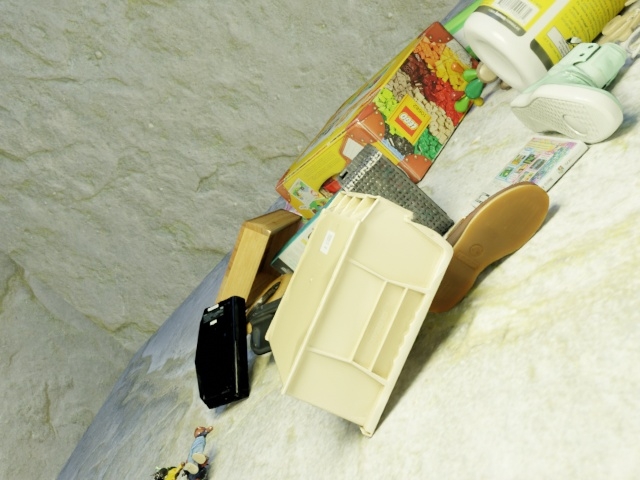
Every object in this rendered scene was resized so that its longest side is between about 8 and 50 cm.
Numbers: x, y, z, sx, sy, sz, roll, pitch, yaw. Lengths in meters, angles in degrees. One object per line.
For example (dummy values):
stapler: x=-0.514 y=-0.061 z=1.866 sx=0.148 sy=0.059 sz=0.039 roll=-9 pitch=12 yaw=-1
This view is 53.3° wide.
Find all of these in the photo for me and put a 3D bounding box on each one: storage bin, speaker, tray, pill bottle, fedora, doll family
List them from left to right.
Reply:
doll family: x=-0.242 y=0.412 z=1.129 sx=0.193 sy=0.076 sz=0.111 roll=-43 pitch=7 yaw=5
tray: x=-0.147 y=0.037 z=1.617 sx=0.411 sy=0.076 sz=0.203 roll=-44 pitch=-26 yaw=-80
fedora: x=-0.106 y=0.162 z=1.413 sx=0.194 sy=0.079 sz=0.194 roll=-46 pitch=11 yaw=11
storage bin: x=0.038 y=0.074 z=0.859 sx=0.261 sy=0.123 sz=0.262 roll=-66 pitch=10 yaw=2
storage bin: x=0.120 y=-0.068 z=1.054 sx=0.084 sy=0.180 sz=0.122 roll=-48 pitch=11 yaw=7
speaker: x=0.399 y=-0.537 z=1.621 sx=0.296 sy=0.131 sz=0.131 roll=-36 pitch=13 yaw=10
pill bottle: x=0.425 y=-0.432 z=1.100 sx=0.334 sy=0.188 sz=0.188 roll=-46 pitch=11 yaw=8

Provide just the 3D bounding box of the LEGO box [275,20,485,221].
LEGO box: x=0.138 y=-0.267 z=1.629 sx=0.373 sy=0.193 sz=0.500 roll=-54 pitch=12 yaw=-25

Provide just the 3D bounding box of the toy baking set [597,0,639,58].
toy baking set: x=0.502 y=-0.344 z=0.925 sx=0.197 sy=0.030 sz=0.256 roll=-49 pitch=10 yaw=14

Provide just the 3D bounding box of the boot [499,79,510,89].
boot: x=0.410 y=-0.358 z=1.298 sx=0.118 sy=0.042 sz=0.087 roll=-43 pitch=-2 yaw=-25

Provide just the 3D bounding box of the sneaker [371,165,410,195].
sneaker: x=0.076 y=-0.030 z=1.350 sx=0.292 sy=0.110 sz=0.118 roll=-46 pitch=-1 yaw=-11

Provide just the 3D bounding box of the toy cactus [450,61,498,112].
toy cactus: x=0.351 y=-0.368 z=1.346 sx=0.219 sy=0.112 sz=0.180 roll=-42 pitch=2 yaw=21

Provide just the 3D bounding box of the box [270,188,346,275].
box: x=0.000 y=0.000 z=1.506 sx=0.244 sy=0.100 sz=0.060 roll=-44 pitch=10 yaw=21

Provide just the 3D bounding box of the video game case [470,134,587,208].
video game case: x=0.287 y=-0.088 z=0.901 sx=0.143 sy=0.019 sz=0.157 roll=-47 pitch=10 yaw=7

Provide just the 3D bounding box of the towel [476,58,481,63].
towel: x=0.406 y=-0.498 z=1.788 sx=0.336 sy=0.040 sz=0.243 roll=-52 pitch=11 yaw=-15

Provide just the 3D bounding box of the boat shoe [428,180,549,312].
boat shoe: x=0.196 y=0.000 z=0.809 sx=0.207 sy=0.073 sz=0.073 roll=-45 pitch=14 yaw=17

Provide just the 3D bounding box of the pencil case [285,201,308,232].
pencil case: x=-0.062 y=-0.073 z=1.950 sx=0.124 sy=0.124 sz=0.284 roll=-46 pitch=12 yaw=13

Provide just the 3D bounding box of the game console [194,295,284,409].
game console: x=-0.122 y=0.195 z=1.273 sx=0.361 sy=0.044 sz=0.213 roll=-25 pitch=56 yaw=32

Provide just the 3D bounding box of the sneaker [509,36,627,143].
sneaker: x=0.361 y=-0.217 z=0.861 sx=0.151 sy=0.094 sz=0.256 roll=-44 pitch=13 yaw=7
